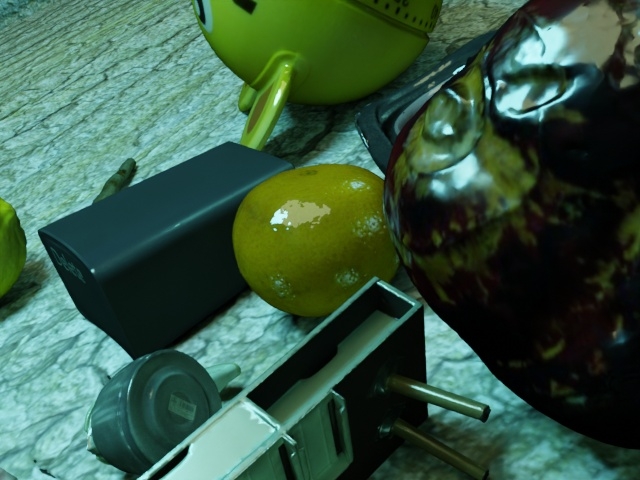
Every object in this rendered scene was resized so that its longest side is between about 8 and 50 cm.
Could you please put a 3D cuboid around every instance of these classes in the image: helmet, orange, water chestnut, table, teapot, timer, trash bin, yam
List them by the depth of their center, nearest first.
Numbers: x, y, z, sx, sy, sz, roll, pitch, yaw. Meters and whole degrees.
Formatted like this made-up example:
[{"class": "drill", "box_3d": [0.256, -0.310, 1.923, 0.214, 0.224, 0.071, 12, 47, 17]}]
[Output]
[{"class": "table", "box_3d": [-0.003, 0.153, 0.508, 0.111, 0.121, 0.240, 30, 56, 35]}, {"class": "water chestnut", "box_3d": [0.186, -0.023, 0.526, 0.289, 0.289, 0.244, -5, 10, 29]}, {"class": "teapot", "box_3d": [-0.125, 0.139, 0.668, 0.091, 0.124, 0.092, -21, 66, 35]}, {"class": "orange", "box_3d": [0.000, 0.000, 0.756, 0.156, 0.124, 0.156, -7, 17, 2]}, {"class": "helmet", "box_3d": [0.152, -0.089, 0.778, 0.198, 0.154, 0.253, -33, 12, -3]}, {"class": "trash bin", "box_3d": [-0.140, -0.003, 0.870, 0.225, 0.115, 0.165, -33, 31, -23]}, {"class": "timer", "box_3d": [-0.028, -0.310, 1.132, 0.387, 0.376, 0.376, -58, 21, 20]}, {"class": "yam", "box_3d": [-0.280, -0.062, 1.152, 0.027, 0.029, 0.234, -23, 22, 12]}]

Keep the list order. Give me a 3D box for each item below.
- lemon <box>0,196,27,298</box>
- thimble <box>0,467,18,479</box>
[{"class": "lemon", "box_3d": [-0.441, 0.013, 0.990, 0.193, 0.180, 0.180, -50, 33, -5]}, {"class": "thimble", "box_3d": [-0.232, 0.243, 0.465, 0.239, 0.162, 0.239, -20, 27, 11]}]
